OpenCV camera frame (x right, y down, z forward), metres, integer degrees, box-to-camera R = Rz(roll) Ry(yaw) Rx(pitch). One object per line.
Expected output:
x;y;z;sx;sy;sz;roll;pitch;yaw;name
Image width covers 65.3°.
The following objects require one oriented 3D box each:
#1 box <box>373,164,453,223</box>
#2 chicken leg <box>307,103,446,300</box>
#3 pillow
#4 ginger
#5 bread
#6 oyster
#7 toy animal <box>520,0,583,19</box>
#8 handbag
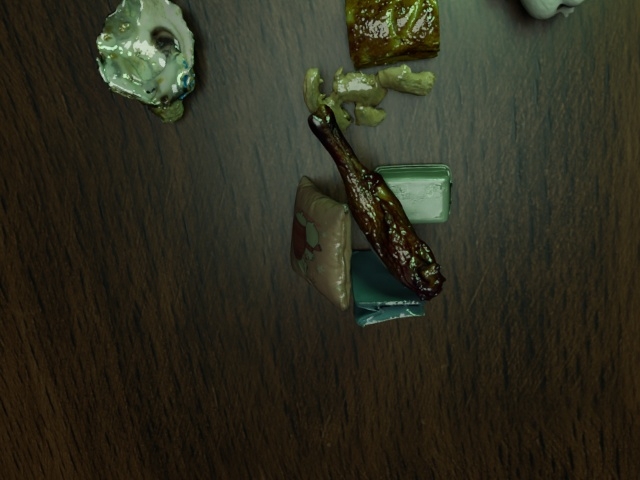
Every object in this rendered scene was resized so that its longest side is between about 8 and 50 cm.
0.192;-0.090;1.035;0.171;0.093;0.124;-2;106;6;box
0.097;-0.064;0.923;0.095;0.158;0.407;-32;93;8;chicken leg
0.000;0.000;1.028;0.083;0.236;0.224;-8;115;-26;pillow
0.096;-0.282;0.991;0.258;0.065;0.149;-6;141;1;ginger
0.136;-0.401;0.942;0.172;0.103;0.132;-4;106;11;bread
-0.338;-0.378;1.007;0.214;0.083;0.223;34;101;-8;oyster
0.421;-0.502;0.873;0.193;0.127;0.178;-42;97;16;toy animal
0.134;0.084;1.026;0.144;0.221;0.057;-8;115;7;handbag
